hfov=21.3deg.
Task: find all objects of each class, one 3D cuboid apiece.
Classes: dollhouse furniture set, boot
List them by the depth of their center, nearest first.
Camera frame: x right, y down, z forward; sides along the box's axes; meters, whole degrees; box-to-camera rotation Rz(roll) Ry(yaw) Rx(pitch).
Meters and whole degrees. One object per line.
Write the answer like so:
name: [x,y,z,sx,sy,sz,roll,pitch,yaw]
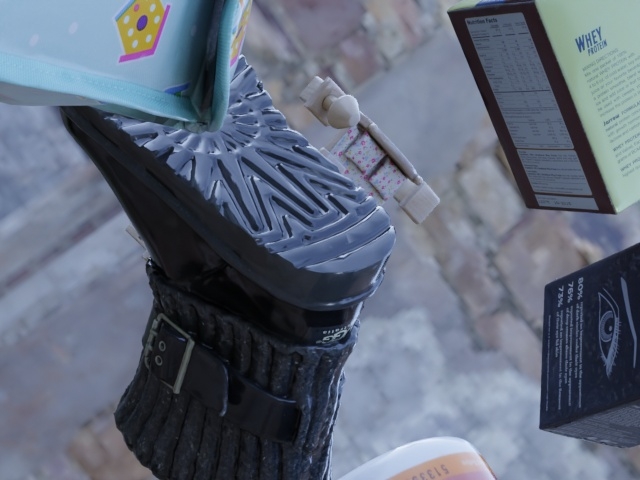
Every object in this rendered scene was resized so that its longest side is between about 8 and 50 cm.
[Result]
boot: [-0.098,0.017,1.214,0.348,0.131,0.260,48,-39,33]
dollhouse furniture set: [0.000,0.000,2.048,0.174,0.303,0.355,39,-3,43]

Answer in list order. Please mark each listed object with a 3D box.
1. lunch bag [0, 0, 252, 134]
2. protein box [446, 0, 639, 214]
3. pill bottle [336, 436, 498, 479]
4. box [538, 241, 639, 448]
lunch bag: [-0.094,-0.163,0.697,0.160,0.223,0.262,13,1,30]
protein box: [0.256,-0.158,1.503,0.136,0.200,0.201,7,-56,61]
pill bottle: [0.074,0.210,0.801,0.216,0.121,0.121,58,-11,25]
box: [0.303,0.095,1.576,0.108,0.153,0.207,15,-21,-24]
